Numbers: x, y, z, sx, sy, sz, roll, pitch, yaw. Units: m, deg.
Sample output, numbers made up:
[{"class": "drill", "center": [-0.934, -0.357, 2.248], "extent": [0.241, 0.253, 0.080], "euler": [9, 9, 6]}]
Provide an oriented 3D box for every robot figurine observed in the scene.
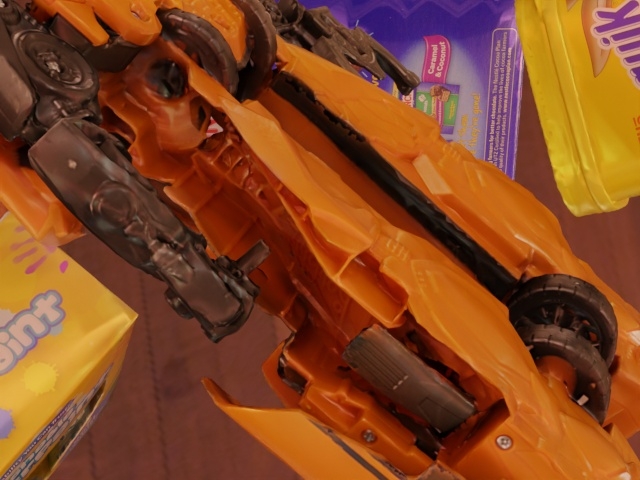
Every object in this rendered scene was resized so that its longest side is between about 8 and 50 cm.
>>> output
[{"class": "robot figurine", "center": [0.000, 0.000, 0.428], "extent": [0.291, 0.085, 0.211], "euler": [40, 27, -2]}]

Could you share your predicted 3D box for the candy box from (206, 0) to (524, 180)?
[{"class": "candy box", "center": [0.023, -0.129, 1.186], "extent": [0.317, 0.268, 0.122], "euler": [1, 31, 1]}]

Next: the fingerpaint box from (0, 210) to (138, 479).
[{"class": "fingerpaint box", "center": [-0.383, 0.233, 1.192], "extent": [0.163, 0.371, 0.445], "euler": [39, 66, 3]}]

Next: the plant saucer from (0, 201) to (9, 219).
[{"class": "plant saucer", "center": [-0.422, -0.050, 1.626], "extent": [0.083, 0.013, 0.084], "euler": [-8, 90, -69]}]

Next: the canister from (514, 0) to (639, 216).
[{"class": "canister", "center": [0.197, -0.092, 0.630], "extent": [0.073, 0.169, 0.126], "euler": [-15, 91, -64]}]
